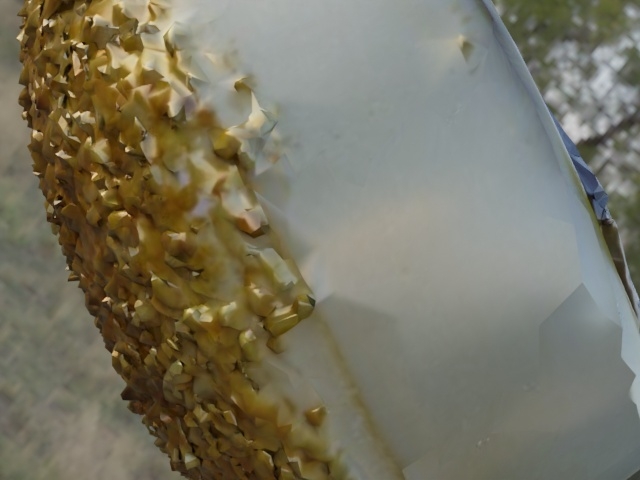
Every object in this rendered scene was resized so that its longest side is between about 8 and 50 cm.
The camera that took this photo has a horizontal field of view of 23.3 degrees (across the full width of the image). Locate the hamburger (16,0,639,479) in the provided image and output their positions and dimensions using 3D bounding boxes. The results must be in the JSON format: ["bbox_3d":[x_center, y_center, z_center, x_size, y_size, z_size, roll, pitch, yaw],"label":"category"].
[{"bbox_3d":[0.000,0.000,0.558,0.276,0.179,0.294,63,4,32],"label":"hamburger"}]
